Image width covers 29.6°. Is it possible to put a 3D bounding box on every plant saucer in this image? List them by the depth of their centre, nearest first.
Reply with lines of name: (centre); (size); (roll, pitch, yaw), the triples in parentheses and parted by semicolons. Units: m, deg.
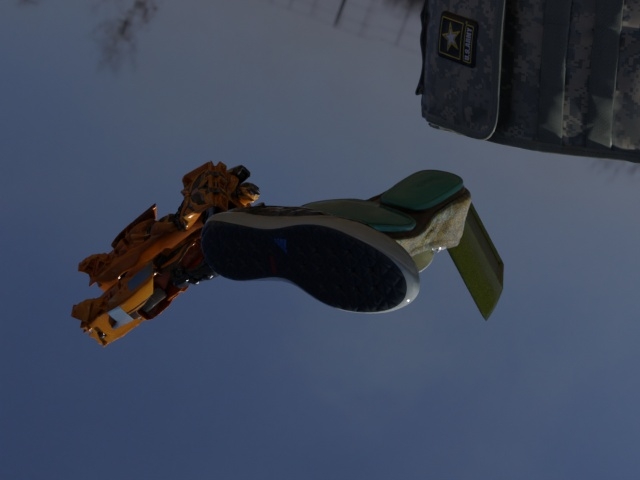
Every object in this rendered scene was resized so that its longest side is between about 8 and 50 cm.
plant saucer: (0.241, 0.011, 1.916); (0.188, 0.045, 0.188); (62, -165, -10)

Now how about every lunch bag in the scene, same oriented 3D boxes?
lunch bag: (0.242, -0.227, 1.336); (0.287, 0.235, 0.169); (10, -156, 20)

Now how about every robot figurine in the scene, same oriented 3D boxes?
robot figurine: (-0.202, 0.008, 1.609); (0.085, 0.291, 0.211); (41, -159, -29)

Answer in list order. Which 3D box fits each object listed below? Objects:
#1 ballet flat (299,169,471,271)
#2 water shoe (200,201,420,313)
ballet flat: (0.073, 0.000, 1.402); (0.123, 0.123, 0.348); (26, -156, 25)
water shoe: (0.000, 0.000, 0.944); (0.203, 0.073, 0.080); (13, -151, 34)
